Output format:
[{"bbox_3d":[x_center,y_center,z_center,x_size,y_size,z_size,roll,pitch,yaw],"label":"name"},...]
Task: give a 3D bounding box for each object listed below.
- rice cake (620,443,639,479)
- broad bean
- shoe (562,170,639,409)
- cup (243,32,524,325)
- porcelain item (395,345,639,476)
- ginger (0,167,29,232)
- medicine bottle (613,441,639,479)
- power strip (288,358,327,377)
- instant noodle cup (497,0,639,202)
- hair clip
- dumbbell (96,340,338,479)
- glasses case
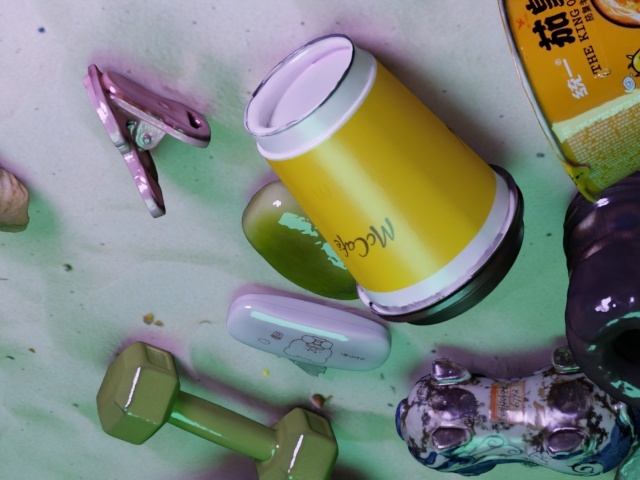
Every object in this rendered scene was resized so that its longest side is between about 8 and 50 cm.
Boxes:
[{"bbox_3d":[0.427,0.194,1.894,0.042,0.045,0.245,41,125,17],"label":"rice cake"},{"bbox_3d":[0.000,0.000,1.742,0.174,0.082,0.124,30,136,-11],"label":"broad bean"},{"bbox_3d":[0.429,0.071,1.637,0.384,0.237,0.171,12,141,-6],"label":"shoe"},{"bbox_3d":[0.062,-0.057,1.582,0.196,0.196,0.280,-23,126,31],"label":"cup"},{"bbox_3d":[0.236,0.224,1.937,0.288,0.138,0.186,-5,150,16],"label":"porcelain item"},{"bbox_3d":[-0.374,-0.066,1.711,0.095,0.069,0.190,-8,140,24],"label":"ginger"},{"bbox_3d":[0.408,0.295,2.037,0.080,0.080,0.130,5,141,2],"label":"medicine bottle"},{"bbox_3d":[-0.022,0.137,1.951,0.027,0.017,0.083,-24,132,33],"label":"power strip"},{"bbox_3d":[0.270,-0.161,1.414,0.172,0.216,0.216,-23,133,18],"label":"instant noodle cup"},{"bbox_3d":[-0.189,-0.099,1.621,0.138,0.123,0.102,25,109,-29],"label":"hair clip"},{"bbox_3d":[-0.123,0.226,2.004,0.302,0.121,0.108,26,108,-21],"label":"dumbbell"},{"bbox_3d":[-0.013,0.106,1.887,0.193,0.049,0.074,16,140,-9],"label":"glasses case"}]
